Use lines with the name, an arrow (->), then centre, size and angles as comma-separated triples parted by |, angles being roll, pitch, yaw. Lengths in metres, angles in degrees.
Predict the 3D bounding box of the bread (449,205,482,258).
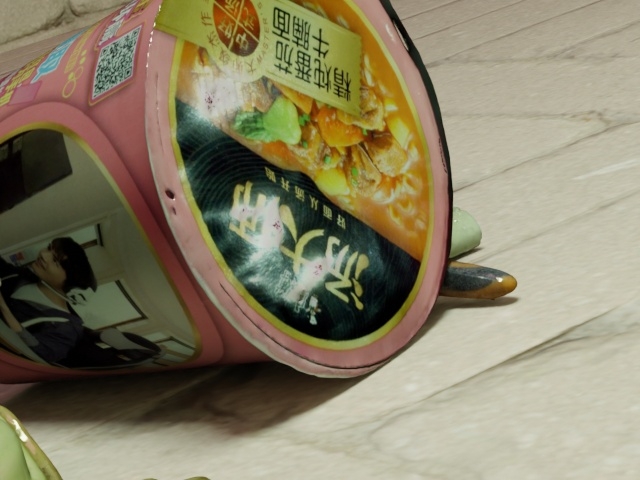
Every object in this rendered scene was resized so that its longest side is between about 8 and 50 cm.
bread -> -0.001, 0.001, 1.207 | 0.112, 0.036, 0.193 | -23, 14, -28

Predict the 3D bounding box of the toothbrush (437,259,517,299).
toothbrush -> -0.017, 0.017, 1.136 | 0.321, 0.031, 0.023 | 6, 8, 42

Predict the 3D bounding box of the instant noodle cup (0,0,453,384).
instant noodle cup -> -0.095, -0.023, 1.048 | 0.255, 0.244, 0.244 | -14, 10, 38

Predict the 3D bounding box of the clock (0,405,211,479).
clock -> -0.192, 0.137, 0.699 | 0.308, 0.096, 0.235 | -10, 12, 23
